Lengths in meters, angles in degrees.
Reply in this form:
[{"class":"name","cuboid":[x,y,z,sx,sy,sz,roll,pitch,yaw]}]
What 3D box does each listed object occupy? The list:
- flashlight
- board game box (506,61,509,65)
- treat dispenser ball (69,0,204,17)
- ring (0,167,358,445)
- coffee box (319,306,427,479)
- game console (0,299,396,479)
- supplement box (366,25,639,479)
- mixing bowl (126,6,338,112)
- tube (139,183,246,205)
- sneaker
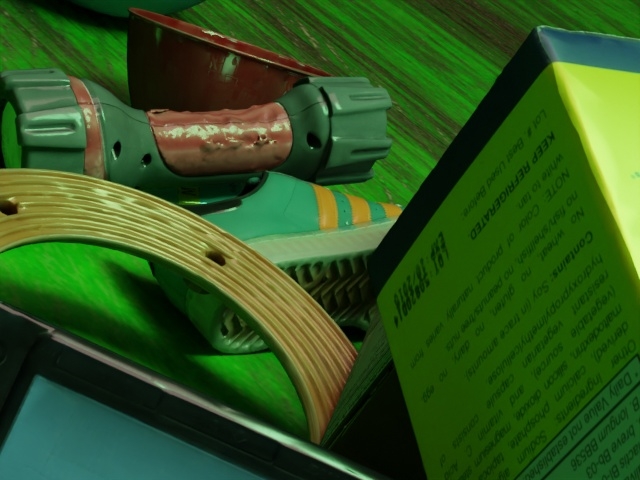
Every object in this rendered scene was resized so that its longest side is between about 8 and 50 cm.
[{"class":"flashlight","cuboid":[-0.090,-0.078,1.261,0.304,0.103,0.103,-6,20,-30]},{"class":"board game box","cuboid":[0.321,-0.122,2.007,0.260,0.030,0.136,26,24,0]},{"class":"treat dispenser ball","cuboid":[-0.173,-0.350,1.629,0.288,0.288,0.288,22,22,-9]},{"class":"ring","cuboid":[-0.105,0.084,0.987,0.337,0.032,0.336,23,35,-17]},{"class":"coffee box","cuboid":[0.124,0.059,1.066,0.168,0.119,0.297,31,36,-5]},{"class":"game console","cuboid":[-0.085,0.181,0.689,0.293,0.250,0.173,25,-5,-4]},{"class":"supplement box","cuboid":[0.182,0.104,0.810,0.195,0.194,0.356,5,52,-27]},{"class":"mixing bowl","cuboid":[-0.082,-0.113,1.414,0.181,0.098,0.181,18,7,-2]},{"class":"tube","cuboid":[-0.064,-0.026,1.343,0.207,0.052,0.080,12,18,-18]},{"class":"sneaker","cuboid":[0.000,0.000,1.263,0.302,0.108,0.121,-3,40,-49]}]
